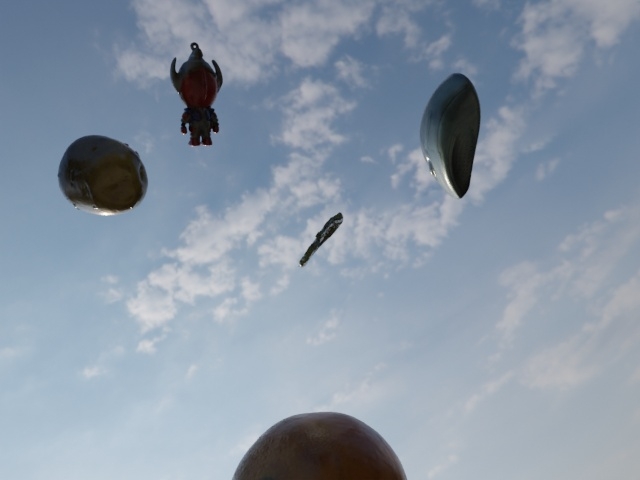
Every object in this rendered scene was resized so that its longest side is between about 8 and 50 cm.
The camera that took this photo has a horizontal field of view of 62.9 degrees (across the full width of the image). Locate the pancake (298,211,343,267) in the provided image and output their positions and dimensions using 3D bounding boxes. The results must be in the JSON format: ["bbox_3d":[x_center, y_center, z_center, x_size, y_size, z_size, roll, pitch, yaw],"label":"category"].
[{"bbox_3d":[-0.003,0.001,0.982,0.129,0.023,0.116,-49,-4,-21],"label":"pancake"}]

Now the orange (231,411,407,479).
[{"bbox_3d":[-0.002,0.362,0.696,0.261,0.261,0.261,-17,-48,-20],"label":"orange"}]

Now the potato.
[{"bbox_3d":[-0.378,-0.112,0.904,0.137,0.176,0.137,-11,-75,-46],"label":"potato"}]

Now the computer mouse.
[{"bbox_3d":[0.348,-0.275,1.459,0.122,0.188,0.370,-14,-51,-7],"label":"computer mouse"}]

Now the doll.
[{"bbox_3d":[-0.236,-0.281,1.014,0.104,0.062,0.194,-6,-74,-21],"label":"doll"}]
